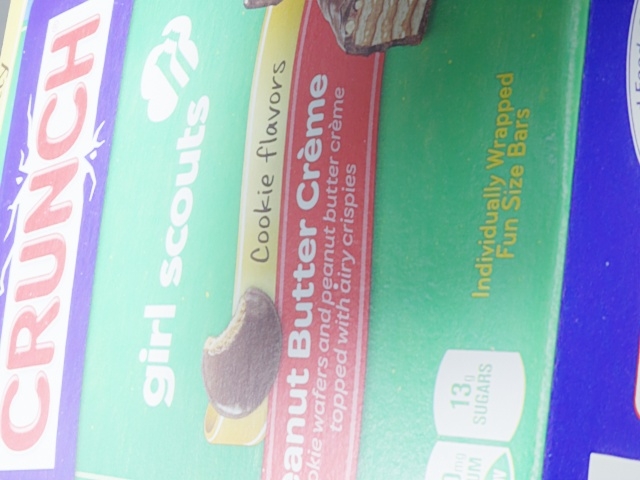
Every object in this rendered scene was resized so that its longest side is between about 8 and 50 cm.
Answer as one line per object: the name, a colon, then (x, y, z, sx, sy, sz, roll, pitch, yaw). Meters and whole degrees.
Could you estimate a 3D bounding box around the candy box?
candy box: (0.000, 0.000, 0.490, 0.317, 0.122, 0.268, -5, 75, 53)
